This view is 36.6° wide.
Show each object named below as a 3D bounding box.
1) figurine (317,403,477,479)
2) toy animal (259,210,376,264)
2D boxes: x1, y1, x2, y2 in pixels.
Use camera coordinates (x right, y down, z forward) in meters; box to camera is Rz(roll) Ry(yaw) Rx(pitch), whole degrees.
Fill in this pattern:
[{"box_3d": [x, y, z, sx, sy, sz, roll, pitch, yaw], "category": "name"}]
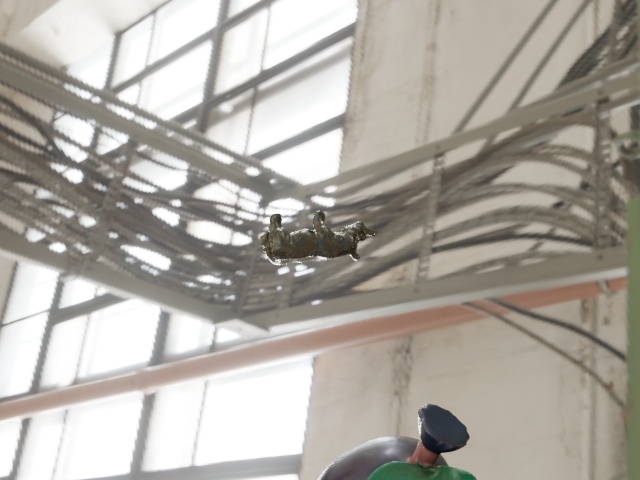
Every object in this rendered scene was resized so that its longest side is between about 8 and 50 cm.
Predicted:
[{"box_3d": [0.033, 0.166, 0.545, 0.111, 0.195, 0.102, -29, -106, -13], "category": "figurine"}, {"box_3d": [0.000, 0.000, 1.124, 0.135, 0.047, 0.065, -3, -145, -14], "category": "toy animal"}]
